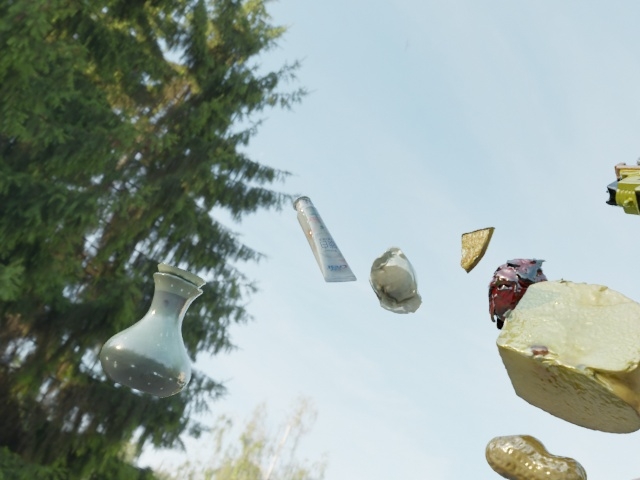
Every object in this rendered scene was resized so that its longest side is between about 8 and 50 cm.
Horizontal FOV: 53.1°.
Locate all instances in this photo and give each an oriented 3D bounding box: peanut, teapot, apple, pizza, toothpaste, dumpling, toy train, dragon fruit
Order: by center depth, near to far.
[{"bbox_3d":[0.577,-0.086,1.103,0.089,0.127,0.219,68,-16,-16],"label":"toy train"},{"bbox_3d":[-0.326,0.181,1.299,0.183,0.251,0.183,16,-19,6],"label":"teapot"},{"bbox_3d":[0.547,0.248,1.345,0.309,0.314,0.252,12,6,42],"label":"apple"},{"bbox_3d":[0.455,0.476,1.363,0.226,0.108,0.095,12,-7,46],"label":"peanut"},{"bbox_3d":[0.347,0.007,1.438,0.026,0.108,0.123,21,-69,-20],"label":"pizza"},{"bbox_3d":[0.197,0.111,1.712,0.127,0.188,0.108,-17,0,2],"label":"dumpling"},{"bbox_3d":[0.540,0.143,1.740,0.182,0.189,0.182,-12,-5,-1],"label":"dragon fruit"},{"bbox_3d":[0.000,0.000,1.794,0.100,0.323,0.066,0,-47,-29],"label":"toothpaste"}]

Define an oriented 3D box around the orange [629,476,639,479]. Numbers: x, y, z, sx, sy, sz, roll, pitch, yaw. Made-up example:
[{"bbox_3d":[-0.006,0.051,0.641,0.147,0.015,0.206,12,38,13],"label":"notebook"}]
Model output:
[{"bbox_3d":[0.815,0.717,1.559,0.226,0.284,0.284,19,-33,13],"label":"orange"}]
